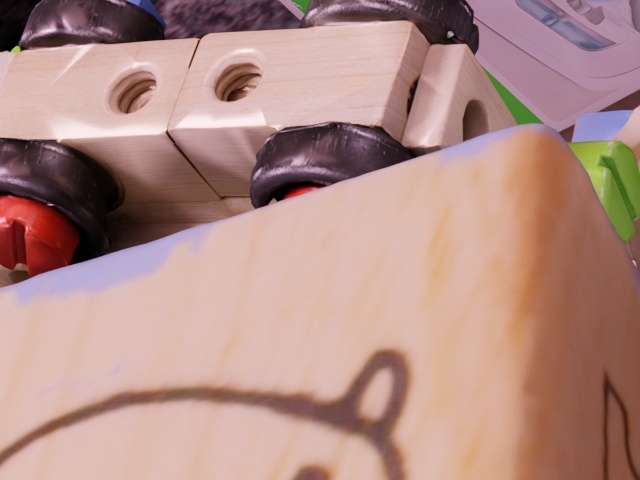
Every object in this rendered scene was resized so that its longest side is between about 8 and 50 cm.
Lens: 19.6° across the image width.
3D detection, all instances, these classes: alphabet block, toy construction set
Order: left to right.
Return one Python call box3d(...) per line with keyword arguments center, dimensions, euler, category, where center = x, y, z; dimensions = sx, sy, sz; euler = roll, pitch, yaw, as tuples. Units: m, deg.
box3d(center=(0.000, 0.000, 0.596), dimensions=(0.327, 0.215, 0.151), euler=(-14, 52, 22), category="toy construction set")
box3d(center=(0.004, 0.123, 0.448), dimensions=(0.192, 0.193, 0.197), euler=(-18, 38, 24), category="alphabet block")

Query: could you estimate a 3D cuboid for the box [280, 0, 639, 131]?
box3d(center=(0.126, -0.193, 0.727), dimensions=(0.231, 0.127, 0.262), euler=(-29, 30, 41), category="box")
